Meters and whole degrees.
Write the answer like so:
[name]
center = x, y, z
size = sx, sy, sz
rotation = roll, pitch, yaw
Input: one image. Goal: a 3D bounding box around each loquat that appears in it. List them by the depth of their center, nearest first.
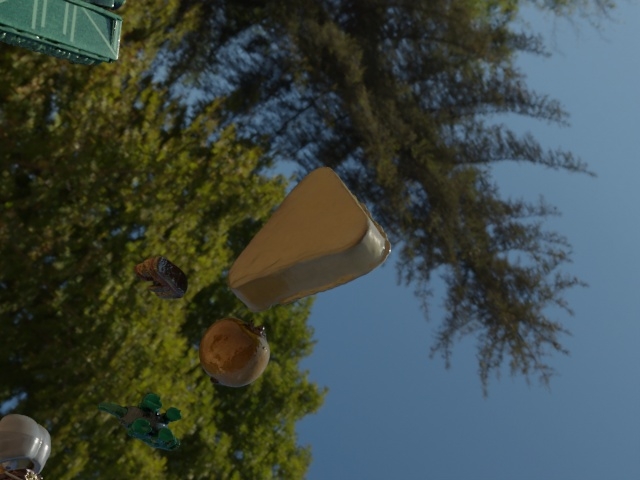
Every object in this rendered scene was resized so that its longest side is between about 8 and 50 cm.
[loquat]
center = -0.183, 0.237, 1.528
size = 0.163, 0.163, 0.137
rotation = -40, 168, -4

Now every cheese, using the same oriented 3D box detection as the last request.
[cheese]
center = -0.001, 0.001, 1.564
size = 0.384, 0.104, 0.384
rotation = -28, -148, 19

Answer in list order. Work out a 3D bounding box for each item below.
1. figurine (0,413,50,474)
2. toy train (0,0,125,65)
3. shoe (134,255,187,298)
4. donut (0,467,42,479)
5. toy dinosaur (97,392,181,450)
[figurine]
center = -0.740, 0.476, 1.632
size = 0.236, 0.176, 0.133
rotation = -13, -132, 14
[toy train]
center = -0.373, -0.324, 0.923
size = 0.115, 0.269, 0.154
rotation = 17, -83, 31
[shoe]
center = -0.301, 0.068, 1.355
size = 0.069, 0.109, 0.072
rotation = -8, -111, 21
[donut]
center = -0.569, 0.525, 1.301
size = 0.216, 0.096, 0.230
rotation = -26, -128, -24
[toy dinosaur]
center = -0.249, 0.257, 0.997
size = 0.096, 0.132, 0.059
rotation = -41, -156, 49
